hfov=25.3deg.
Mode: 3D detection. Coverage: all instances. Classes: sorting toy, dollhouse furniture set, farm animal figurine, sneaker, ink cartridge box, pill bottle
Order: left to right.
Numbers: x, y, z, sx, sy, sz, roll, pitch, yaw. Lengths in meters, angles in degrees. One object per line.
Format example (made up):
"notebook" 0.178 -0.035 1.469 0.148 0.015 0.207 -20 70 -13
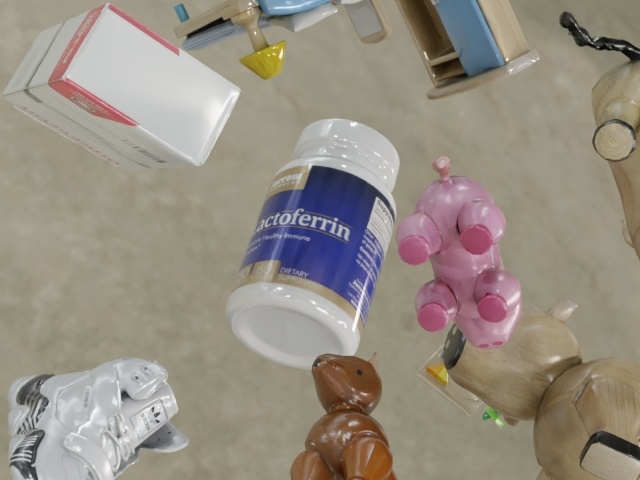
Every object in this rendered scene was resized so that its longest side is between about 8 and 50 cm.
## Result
"sneaker" -0.274 0.258 1.782 0.366 0.210 0.137 -119 -166 -62
"ink cartridge box" -0.139 -0.100 0.973 0.109 0.150 0.063 32 78 -24
"pill bottle" 0.000 0.000 1.614 0.153 0.153 0.264 31 54 -20
"dollhouse furniture set" 0.001 -0.187 1.394 0.303 0.286 0.198 -30 100 -30
"sorting toy" 0.125 0.120 1.176 0.083 0.012 0.062 38 40 13
"farm animal figurine" 0.157 0.081 0.789 0.327 0.330 0.172 39 27 -6
